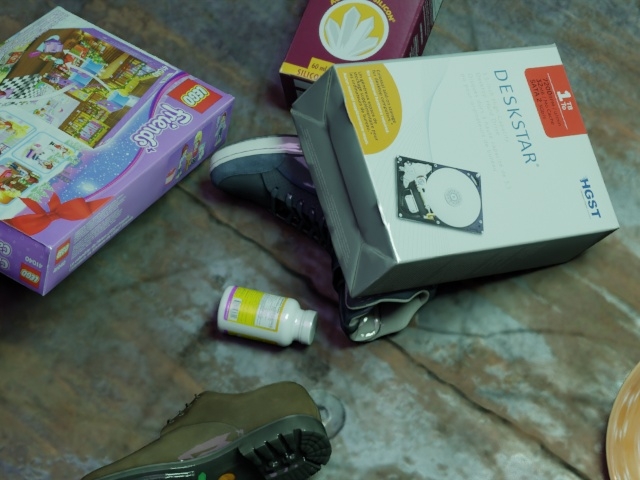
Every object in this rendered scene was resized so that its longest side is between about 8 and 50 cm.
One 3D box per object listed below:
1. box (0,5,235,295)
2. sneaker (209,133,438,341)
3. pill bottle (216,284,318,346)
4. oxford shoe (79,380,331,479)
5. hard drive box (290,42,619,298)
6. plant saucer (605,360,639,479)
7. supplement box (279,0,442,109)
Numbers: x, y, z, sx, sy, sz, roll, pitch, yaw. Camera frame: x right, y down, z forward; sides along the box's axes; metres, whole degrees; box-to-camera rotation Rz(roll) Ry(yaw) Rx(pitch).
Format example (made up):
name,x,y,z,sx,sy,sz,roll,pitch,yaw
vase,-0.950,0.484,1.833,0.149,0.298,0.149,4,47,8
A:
name,x,y,z,sx,sy,sz,roll,pitch,yaw
box,-0.236,-0.086,1.697,0.201,0.057,0.293,28,40,16
sneaker,0.001,-0.001,1.703,0.226,0.086,0.163,8,66,7
pill bottle,-0.046,0.068,1.703,0.083,0.043,0.043,13,70,10
oxford shoe,-0.107,0.182,1.654,0.227,0.083,0.096,-18,45,0
hard drive box,0.114,-0.063,1.653,0.232,0.089,0.181,-9,73,-31
plant saucer,0.333,0.170,1.592,0.200,0.037,0.200,-3,83,29
supplement box,0.045,-0.203,1.784,0.104,0.081,0.188,17,70,12
